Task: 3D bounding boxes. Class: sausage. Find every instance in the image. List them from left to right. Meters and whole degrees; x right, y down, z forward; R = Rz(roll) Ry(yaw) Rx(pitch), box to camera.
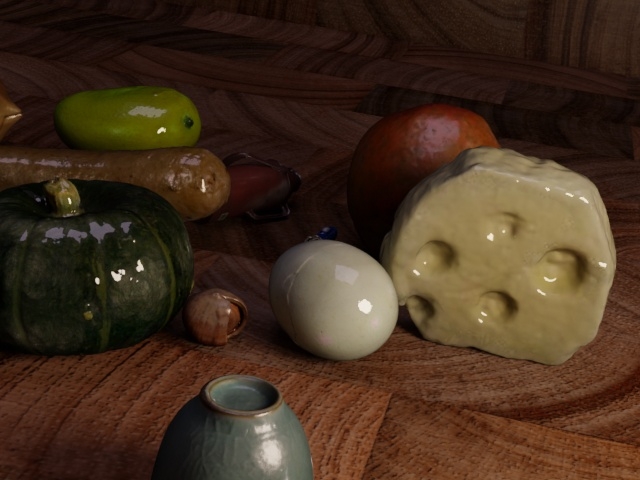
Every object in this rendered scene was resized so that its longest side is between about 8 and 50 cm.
[{"bbox_3d":[-0.393,-0.087,1.789,0.501,0.123,0.136,2,-22,1],"label":"sausage"}]

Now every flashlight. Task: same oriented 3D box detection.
[{"bbox_3d":[0.000,0.000,1.826,0.057,0.035,0.121,13,22,17],"label":"flashlight"}]

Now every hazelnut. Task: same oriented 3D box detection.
[{"bbox_3d":[-0.139,0.098,1.476,0.086,0.086,0.086,6,21,-2],"label":"hazelnut"}]

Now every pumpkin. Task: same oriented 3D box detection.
[{"bbox_3d":[-0.311,0.022,1.431,0.300,0.207,0.300,2,18,-1],"label":"pumpkin"}]

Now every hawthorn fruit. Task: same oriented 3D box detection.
[{"bbox_3d":[0.160,-0.060,1.762,0.277,0.277,0.298,14,41,18],"label":"hawthorn fruit"}]

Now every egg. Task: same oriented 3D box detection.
[{"bbox_3d":[0.011,0.075,1.480,0.151,0.151,0.209,-9,23,-36],"label":"egg"}]

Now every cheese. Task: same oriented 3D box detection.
[{"bbox_3d":[0.246,0.030,1.520,0.318,0.326,0.115,-26,18,22],"label":"cheese"}]

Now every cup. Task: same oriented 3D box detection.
[{"bbox_3d":[-0.084,0.214,1.095,0.199,0.150,0.199,6,21,-2],"label":"cup"}]

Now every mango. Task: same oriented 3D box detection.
[{"bbox_3d":[-0.360,-0.208,2.097,0.273,0.149,0.185,-3,30,-9],"label":"mango"}]

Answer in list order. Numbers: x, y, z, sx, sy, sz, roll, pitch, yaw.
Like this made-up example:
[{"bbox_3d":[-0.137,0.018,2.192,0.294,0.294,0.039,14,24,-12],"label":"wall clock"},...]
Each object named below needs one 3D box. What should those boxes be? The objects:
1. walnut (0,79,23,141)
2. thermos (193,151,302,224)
[{"bbox_3d":[-0.681,-0.241,2.012,0.298,0.203,0.203,-1,21,1],"label":"walnut"},{"bbox_3d":[-0.121,-0.086,1.939,0.232,0.099,0.124,-11,64,-42],"label":"thermos"}]
